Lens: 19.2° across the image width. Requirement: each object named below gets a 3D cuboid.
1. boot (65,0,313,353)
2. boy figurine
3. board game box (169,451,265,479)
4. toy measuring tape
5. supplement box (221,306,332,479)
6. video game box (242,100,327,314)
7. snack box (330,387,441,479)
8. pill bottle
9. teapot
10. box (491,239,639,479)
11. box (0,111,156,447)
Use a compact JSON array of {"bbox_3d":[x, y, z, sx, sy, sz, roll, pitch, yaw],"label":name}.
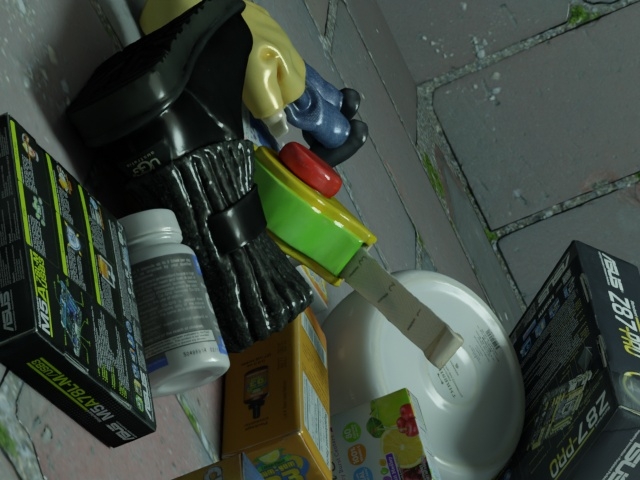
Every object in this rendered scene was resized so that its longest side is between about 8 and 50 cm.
[{"bbox_3d":[-0.096,-0.066,1.714,0.260,0.131,0.348,58,24,-15],"label":"boot"},{"bbox_3d":[-0.068,-0.179,1.974,0.285,0.092,0.177,34,29,-37],"label":"boy figurine"},{"bbox_3d":[-0.100,0.249,1.086,0.243,0.165,0.042,-97,161,-48],"label":"board game box"},{"bbox_3d":[0.000,0.000,1.792,0.330,0.121,0.121,45,-2,34],"label":"toy measuring tape"},{"bbox_3d":[-0.039,0.140,1.733,0.233,0.078,0.080,-90,156,-59],"label":"supplement box"},{"bbox_3d":[-0.059,-0.045,2.040,0.205,0.048,0.187,57,18,-36],"label":"video game box"},{"bbox_3d":[0.034,0.210,1.767,0.037,0.141,0.100,48,23,-58],"label":"snack box"},{"bbox_3d":[-0.128,0.050,1.514,0.078,0.078,0.137,30,40,-70],"label":"pill bottle"},{"bbox_3d":[0.070,0.157,1.945,0.252,0.187,0.256,24,56,-33],"label":"teapot"},{"bbox_3d":[0.222,0.238,2.002,0.097,0.395,0.318,25,26,-13],"label":"box"},{"bbox_3d":[-0.188,0.031,1.377,0.184,0.045,0.191,46,26,-54],"label":"box"}]
